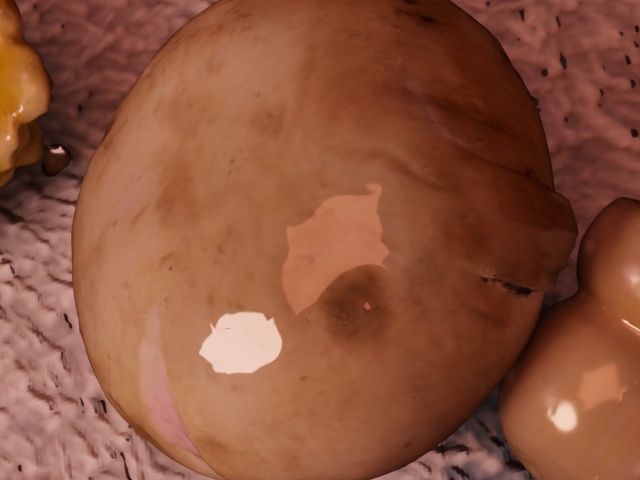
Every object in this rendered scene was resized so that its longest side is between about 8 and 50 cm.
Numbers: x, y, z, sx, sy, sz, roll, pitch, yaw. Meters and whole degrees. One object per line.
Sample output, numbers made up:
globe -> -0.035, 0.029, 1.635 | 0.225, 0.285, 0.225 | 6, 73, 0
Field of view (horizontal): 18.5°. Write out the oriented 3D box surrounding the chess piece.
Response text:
chess piece -> 0.176, 0.004, 0.870 | 0.143, 0.143, 0.261 | 38, 93, 26

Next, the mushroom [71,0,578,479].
mushroom -> 0.000, 0.000, 0.884 | 0.255, 0.184, 0.255 | -15, 53, 21

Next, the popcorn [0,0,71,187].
popcorn -> -0.217, -0.070, 1.010 | 0.170, 0.180, 0.180 | 15, 73, -21
